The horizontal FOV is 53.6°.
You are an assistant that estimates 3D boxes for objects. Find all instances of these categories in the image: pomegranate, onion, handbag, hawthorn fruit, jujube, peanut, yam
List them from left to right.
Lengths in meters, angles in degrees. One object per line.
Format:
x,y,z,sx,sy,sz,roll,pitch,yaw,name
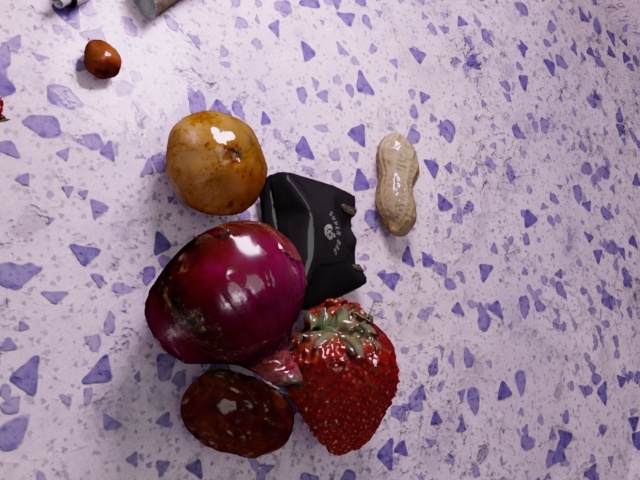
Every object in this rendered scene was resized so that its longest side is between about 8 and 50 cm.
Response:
-0.486,-0.409,1.403,0.081,0.081,0.093,-8,71,-35,hawthorn fruit
-0.344,-0.638,1.547,0.093,0.093,0.259,51,57,-14,yam
-0.236,-0.174,1.433,0.248,0.248,0.248,9,74,-32,pomegranate
-0.178,0.373,1.366,0.250,0.174,0.174,23,67,-29,jujube
-0.161,0.154,1.312,0.347,0.348,0.385,-28,77,-36,onion
0.000,0.000,1.601,0.288,0.152,0.343,0,81,-46,handbag
0.220,-0.156,1.796,0.136,0.120,0.299,9,76,-27,peanut

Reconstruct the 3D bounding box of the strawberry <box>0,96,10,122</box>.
-0.722,-0.282,1.201,0.174,0.098,0.228,-38,98,-35,strawberry

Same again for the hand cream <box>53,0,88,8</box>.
-0.523,-0.600,1.443,0.084,0.050,0.257,40,53,-22,hand cream

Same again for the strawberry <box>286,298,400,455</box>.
0.057,0.324,1.479,0.312,0.267,0.351,-67,148,-66,strawberry
